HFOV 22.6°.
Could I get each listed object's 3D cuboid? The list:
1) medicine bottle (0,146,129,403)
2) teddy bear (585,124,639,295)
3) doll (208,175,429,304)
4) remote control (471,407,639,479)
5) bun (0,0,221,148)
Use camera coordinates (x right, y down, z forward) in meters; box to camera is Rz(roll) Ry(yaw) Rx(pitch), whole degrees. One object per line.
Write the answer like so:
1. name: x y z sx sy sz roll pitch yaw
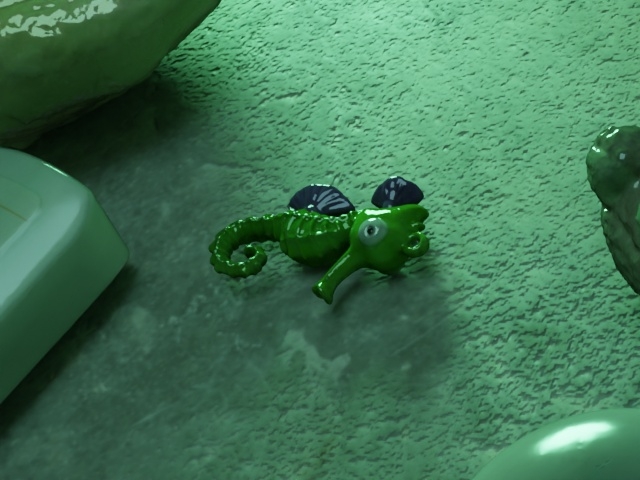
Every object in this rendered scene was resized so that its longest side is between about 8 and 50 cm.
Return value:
1. medicine bottle: -0.315 0.077 1.279 0.179 0.124 0.324 20 58 38
2. teddy bear: 0.314 -0.047 1.056 0.267 0.151 0.236 -31 35 3
3. doll: 0.000 0.000 1.246 0.190 0.050 0.115 1 42 30
4. remote control: 0.189 0.225 0.883 0.221 0.103 0.332 -39 43 -1
5. bun: -0.253 -0.233 1.492 0.361 0.213 0.361 -5 59 9
